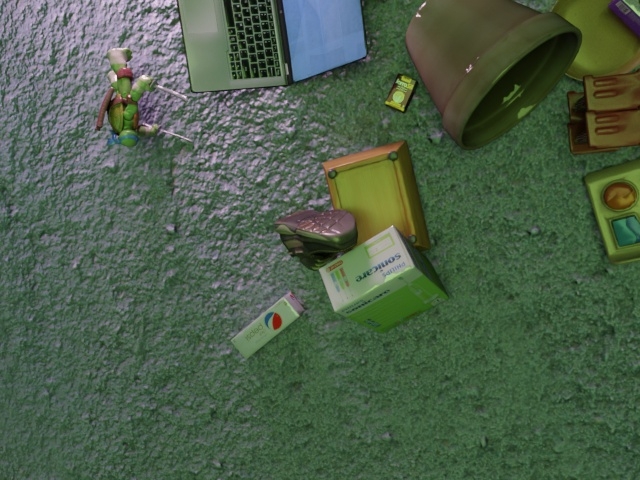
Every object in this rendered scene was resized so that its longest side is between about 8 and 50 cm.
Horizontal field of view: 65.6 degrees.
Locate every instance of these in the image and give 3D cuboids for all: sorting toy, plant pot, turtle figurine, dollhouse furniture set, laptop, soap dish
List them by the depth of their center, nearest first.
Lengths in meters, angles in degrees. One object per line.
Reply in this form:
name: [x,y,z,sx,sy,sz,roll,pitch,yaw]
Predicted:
dollhouse furniture set: [0.743,-0.279,1.056,0.375,0.201,0.152,-3,95,15]
sorting toy: [0.778,-0.087,1.096,0.308,0.041,0.228,-17,81,31]
plant pot: [0.351,-0.414,1.110,0.323,0.323,0.280,-41,69,15]
plant pot: [0.642,-0.483,1.144,0.237,0.032,0.236,2,97,14]
laptop: [-0.137,-0.593,1.214,0.409,0.236,0.381,-9,95,-15]
soap dish: [0.139,-0.090,1.278,0.229,0.118,0.290,-13,93,16]
turtle figurine: [-0.486,-0.389,1.383,0.275,0.198,0.266,-24,75,6]

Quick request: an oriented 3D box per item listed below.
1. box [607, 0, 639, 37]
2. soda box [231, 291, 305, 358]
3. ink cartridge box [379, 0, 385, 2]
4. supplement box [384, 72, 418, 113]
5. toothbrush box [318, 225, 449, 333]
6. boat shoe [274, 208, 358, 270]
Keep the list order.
box: [0.807,-0.487,1.065,0.201,0.057,0.293,-45,90,8]
soda box: [-0.148,0.242,1.419,0.216,0.069,0.074,-40,87,16]
ink cartridge box: [0.107,-0.694,1.232,0.175,0.072,0.127,28,102,10]
supplement box: [0.207,-0.373,1.263,0.055,0.043,0.083,25,102,12]
toothbrush box: [0.162,0.107,1.203,0.206,0.283,0.122,-32,59,17]
boat shoe: [0.000,0.000,1.243,0.133,0.355,0.130,-23,105,-19]
